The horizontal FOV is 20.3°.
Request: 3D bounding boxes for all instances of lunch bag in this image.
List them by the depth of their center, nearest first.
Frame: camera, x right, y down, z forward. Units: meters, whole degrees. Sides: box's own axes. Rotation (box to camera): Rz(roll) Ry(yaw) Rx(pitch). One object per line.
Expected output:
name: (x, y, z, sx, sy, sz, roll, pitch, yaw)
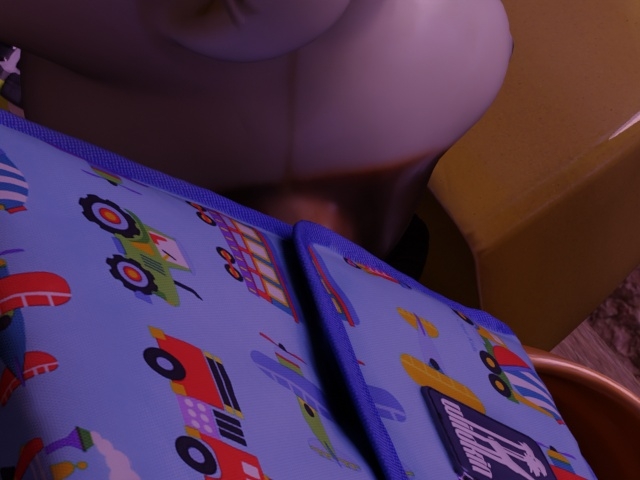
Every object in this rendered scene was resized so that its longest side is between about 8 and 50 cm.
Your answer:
lunch bag: (0.001, 0.096, 0.601, 0.293, 0.138, 0.221, 14, 30, -33)

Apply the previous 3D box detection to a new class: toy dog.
toy dog: (-0.078, -0.137, 0.690, 0.408, 0.395, 0.284, 52, 3, -37)

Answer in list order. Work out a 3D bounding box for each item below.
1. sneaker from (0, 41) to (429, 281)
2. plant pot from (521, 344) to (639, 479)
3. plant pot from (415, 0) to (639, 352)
sneaker: (-0.093, -0.027, 1.034, 0.300, 0.121, 0.111, 32, 41, -7)
plant pot: (0.057, 0.139, 0.853, 0.205, 0.205, 0.188, 48, -5, -13)
plant pot: (0.125, -0.067, 1.123, 0.212, 0.187, 0.212, 56, -8, 28)
